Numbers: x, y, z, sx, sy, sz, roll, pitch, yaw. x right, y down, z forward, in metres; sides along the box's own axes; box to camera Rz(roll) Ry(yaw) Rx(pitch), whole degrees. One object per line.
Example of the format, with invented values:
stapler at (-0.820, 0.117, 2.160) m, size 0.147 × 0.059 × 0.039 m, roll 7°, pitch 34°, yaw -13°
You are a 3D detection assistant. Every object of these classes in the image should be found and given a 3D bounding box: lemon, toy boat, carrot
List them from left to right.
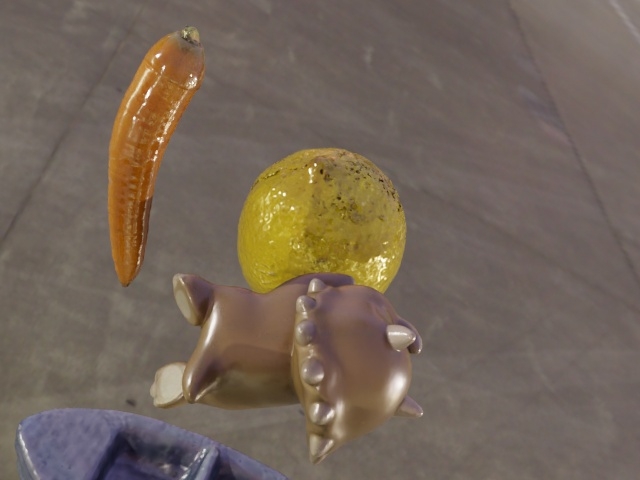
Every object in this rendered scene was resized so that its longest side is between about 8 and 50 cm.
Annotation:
carrot at (-0.173, -0.079, 0.931) m, size 0.062 × 0.271 × 0.066 m, roll 29°, pitch 18°, yaw 19°
toy boat at (-0.094, 0.208, 0.701) m, size 0.283 × 0.078 × 0.127 m, roll 26°, pitch 41°, yaw -1°
lemon at (0.000, 0.000, 1.487) m, size 0.258 × 0.310 × 0.258 m, roll 8°, pitch 45°, yaw -8°

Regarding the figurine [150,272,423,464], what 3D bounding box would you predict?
figurine at (-0.023, 0.123, 0.940) m, size 0.247 × 0.177 × 0.173 m, roll 8°, pitch 20°, yaw -17°
